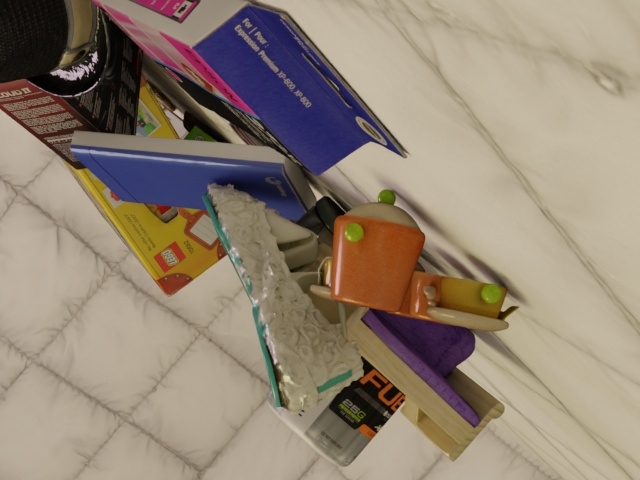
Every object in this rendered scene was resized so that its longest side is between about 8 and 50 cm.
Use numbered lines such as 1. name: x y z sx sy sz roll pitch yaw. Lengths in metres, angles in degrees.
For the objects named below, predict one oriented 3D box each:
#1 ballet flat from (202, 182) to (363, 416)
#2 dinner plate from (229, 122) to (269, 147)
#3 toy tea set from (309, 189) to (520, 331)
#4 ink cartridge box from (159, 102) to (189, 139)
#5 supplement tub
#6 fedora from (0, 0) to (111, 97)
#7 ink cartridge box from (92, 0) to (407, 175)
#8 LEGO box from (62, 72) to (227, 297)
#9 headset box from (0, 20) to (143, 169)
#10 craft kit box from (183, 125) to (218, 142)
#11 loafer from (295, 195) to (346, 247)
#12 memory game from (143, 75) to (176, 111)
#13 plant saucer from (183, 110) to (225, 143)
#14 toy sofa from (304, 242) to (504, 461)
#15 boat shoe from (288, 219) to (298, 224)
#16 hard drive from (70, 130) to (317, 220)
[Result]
1. ballet flat: -0.046 0.058 1.279 0.147 0.147 0.409 45 -167 -44
2. dinner plate: -0.081 -0.135 1.470 0.141 0.017 0.141 41 177 3
3. toy tea set: 0.094 0.022 1.103 0.200 0.124 0.336 12 176 -8
4. ink cartridge box: -0.363 -0.256 2.368 0.190 0.082 0.139 37 175 33
5. supplement tub: 0.072 0.218 1.690 0.193 0.316 0.193 40 176 3
6. fedora: -0.394 -0.276 1.120 0.334 0.152 0.334 31 143 27
7. ink cartridge box: -0.081 -0.161 0.904 0.176 0.069 0.371 44 173 -36
8. LEGO box: -0.406 -0.186 1.902 0.372 0.193 0.500 42 165 44
9. headset box: -0.386 -0.269 1.440 0.110 0.218 0.293 -7 156 18
10. craft kit box: -0.177 -0.116 1.994 0.246 0.061 0.250 39 169 -2
11. loafer: 0.050 0.037 1.481 0.267 0.084 0.096 47 -166 -37
12. memory game: -0.389 -0.347 2.138 0.186 0.012 0.186 42 176 3
13. plant saucer: -0.231 -0.207 2.046 0.168 0.029 0.168 40 176 4
14. toy sofa: 0.124 0.147 1.409 0.362 0.177 0.150 45 176 -35
15. boat shoe: -0.042 -0.069 1.670 0.206 0.075 0.065 46 134 16
16. hard drive: -0.181 -0.094 1.441 0.318 0.040 0.210 6 162 14
